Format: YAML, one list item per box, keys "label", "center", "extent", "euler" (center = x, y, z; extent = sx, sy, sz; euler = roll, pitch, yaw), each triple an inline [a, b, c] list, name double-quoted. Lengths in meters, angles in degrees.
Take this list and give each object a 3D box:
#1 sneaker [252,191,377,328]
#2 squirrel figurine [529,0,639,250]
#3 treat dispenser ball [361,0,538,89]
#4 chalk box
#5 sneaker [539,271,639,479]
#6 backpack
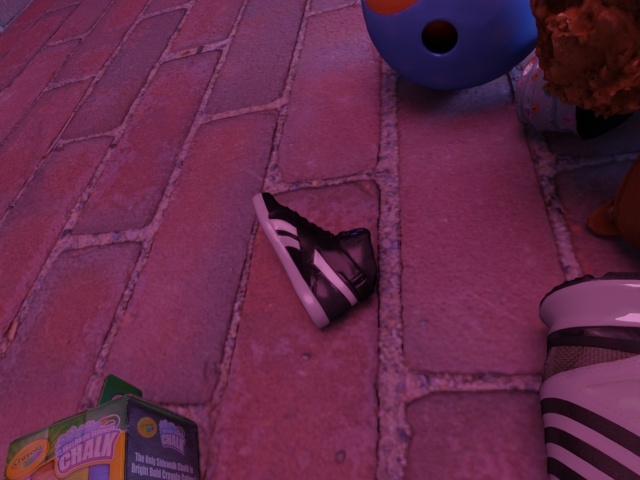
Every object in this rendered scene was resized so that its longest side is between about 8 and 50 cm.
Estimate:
- label: "sneaker"
  center: [0.000, 0.000, 0.548]
  extent: [0.121, 0.079, 0.216]
  euler: [-28, 59, -5]
- label: "squirrel figurine"
  center: [0.356, -0.170, 0.378]
  extent: [0.397, 0.281, 0.370]
  euler: [23, 100, -2]
- label: "treat dispenser ball"
  center: [0.203, -0.373, 0.603]
  extent: [0.288, 0.288, 0.288]
  euler: [-10, 53, 13]
- label: "chalk box"
  center: [-0.207, 0.244, 0.404]
  extent: [0.132, 0.132, 0.213]
  euler: [-23, 50, 3]
- label: "sneaker"
  center: [0.374, 0.171, 0.240]
  extent: [0.448, 0.169, 0.257]
  euler: [1, 60, 32]
- label: "backpack"
  center: [0.349, -0.217, 0.544]
  extent: [0.182, 0.152, 0.115]
  euler: [-47, 38, -12]
